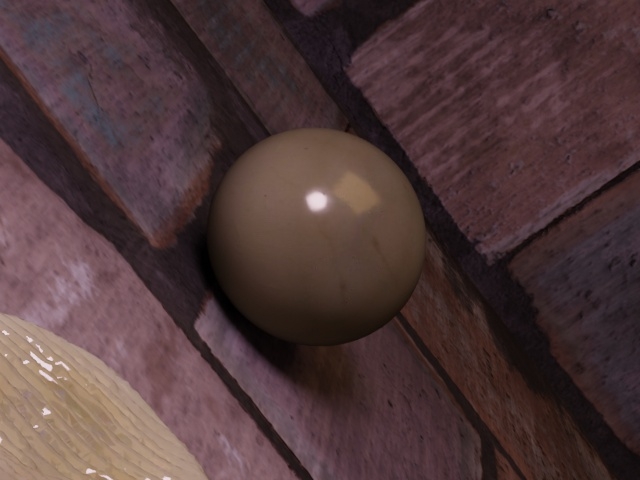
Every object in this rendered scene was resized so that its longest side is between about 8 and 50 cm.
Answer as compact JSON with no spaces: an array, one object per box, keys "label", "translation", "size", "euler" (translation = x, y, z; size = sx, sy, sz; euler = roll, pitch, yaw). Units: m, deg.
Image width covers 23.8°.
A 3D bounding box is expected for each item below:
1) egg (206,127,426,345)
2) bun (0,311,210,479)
[{"label":"egg","translation":[0.000,0.000,1.317],"size":[0.186,0.186,0.241],"euler":[61,7,24]},{"label":"bun","translation":[-0.142,0.122,0.633],"size":[0.222,0.127,0.222],"euler":[35,14,-10]}]
